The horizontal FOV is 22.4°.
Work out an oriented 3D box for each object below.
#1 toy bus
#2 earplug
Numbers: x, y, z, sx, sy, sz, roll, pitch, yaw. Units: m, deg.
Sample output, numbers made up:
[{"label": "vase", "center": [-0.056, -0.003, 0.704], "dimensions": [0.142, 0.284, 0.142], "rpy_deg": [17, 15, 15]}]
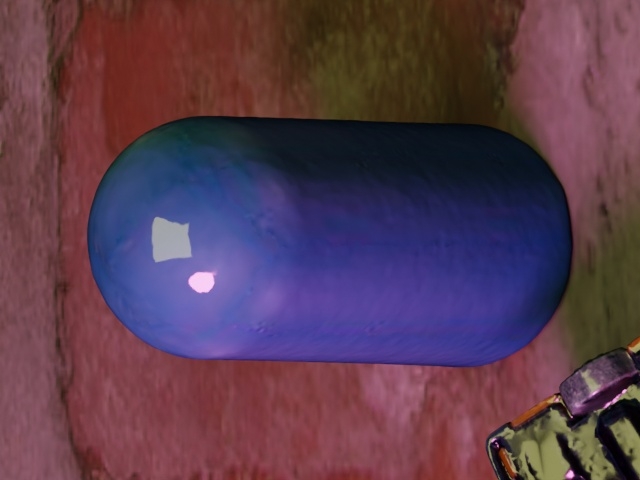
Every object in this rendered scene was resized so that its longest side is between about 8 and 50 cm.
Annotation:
[{"label": "toy bus", "center": [0.187, 0.075, 0.732], "dimensions": [0.201, 0.114, 0.098], "rpy_deg": [-38, 70, 22]}, {"label": "earplug", "center": [0.000, 0.000, 0.764], "dimensions": [0.132, 0.273, 0.132], "rpy_deg": [-1, 88, 35]}]
